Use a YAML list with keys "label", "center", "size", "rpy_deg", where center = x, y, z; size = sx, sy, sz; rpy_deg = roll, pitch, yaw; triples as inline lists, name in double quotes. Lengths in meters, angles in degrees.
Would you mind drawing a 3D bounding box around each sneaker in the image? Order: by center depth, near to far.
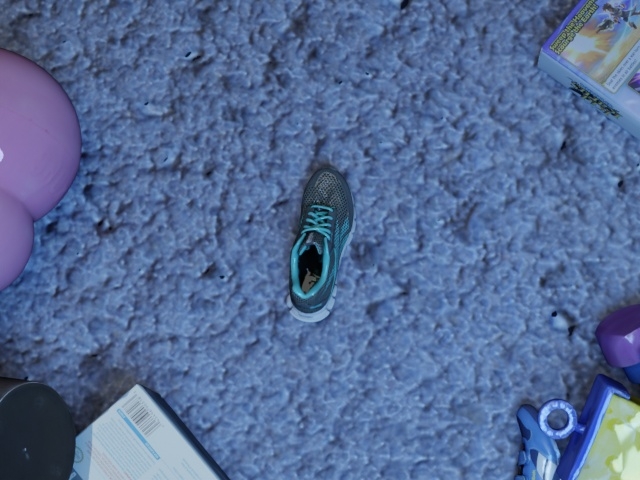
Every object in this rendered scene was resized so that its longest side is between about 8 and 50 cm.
- label: "sneaker"
  center: [0.216, 0.235, 1.331]
  size: [0.059, 0.053, 0.144]
  rpy_deg: [-17, 74, 4]
- label: "sneaker"
  center: [0.000, 0.000, 1.397]
  size: [0.065, 0.076, 0.166]
  rpy_deg: [5, 77, 6]

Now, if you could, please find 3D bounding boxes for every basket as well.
- label: "basket"
  center: [-0.364, 0.198, 1.289]
  size: [0.227, 0.204, 0.154]
  rpy_deg: [-2, 106, 31]

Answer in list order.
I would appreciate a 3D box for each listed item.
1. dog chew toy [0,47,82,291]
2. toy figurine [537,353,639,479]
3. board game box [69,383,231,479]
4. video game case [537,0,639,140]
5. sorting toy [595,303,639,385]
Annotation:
- label: "dog chew toy"
  center: [-0.373, -0.032, 1.360]
  size: [0.206, 0.206, 0.332]
  rpy_deg: [12, 66, 9]
- label: "toy figurine"
  center: [0.312, 0.178, 1.224]
  size: [0.217, 0.191, 0.363]
  rpy_deg: [22, 98, 9]
- label: "board game box"
  center: [-0.217, 0.329, 1.332]
  size: [0.303, 0.097, 0.224]
  rpy_deg: [-40, 76, -5]
- label: "video game case"
  center: [0.408, -0.222, 1.414]
  size: [0.244, 0.061, 0.269]
  rpy_deg: [39, 83, 12]
- label: "sorting toy"
  center: [0.462, 0.060, 1.339]
  size: [0.365, 0.127, 0.126]
  rpy_deg: [-29, 105, 2]
